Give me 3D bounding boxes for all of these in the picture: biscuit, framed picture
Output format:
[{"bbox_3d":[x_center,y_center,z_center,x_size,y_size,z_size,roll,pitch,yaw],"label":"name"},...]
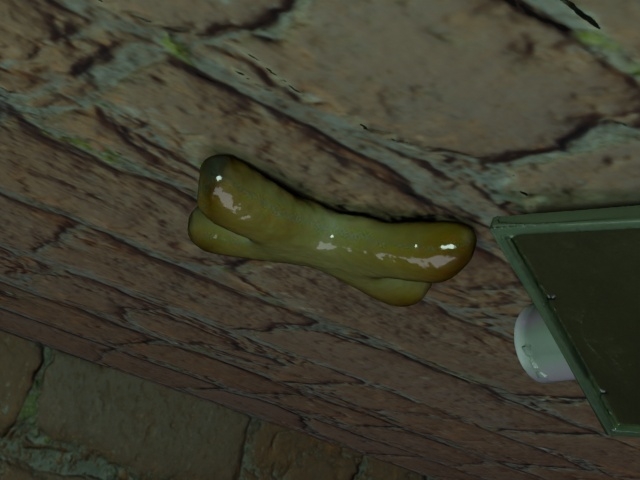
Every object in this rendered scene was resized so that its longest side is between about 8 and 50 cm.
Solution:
[{"bbox_3d":[0.000,0.000,0.833,0.207,0.047,0.164,16,164,-6],"label":"biscuit"},{"bbox_3d":[0.245,0.067,0.725,0.189,0.023,0.260,-4,138,35],"label":"framed picture"}]

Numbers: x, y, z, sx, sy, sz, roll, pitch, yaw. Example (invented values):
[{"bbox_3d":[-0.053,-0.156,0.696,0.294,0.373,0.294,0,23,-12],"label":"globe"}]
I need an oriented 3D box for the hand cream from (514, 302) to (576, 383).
[{"bbox_3d":[0.275,0.050,0.764,0.111,0.070,0.312,28,151,-32],"label":"hand cream"}]
